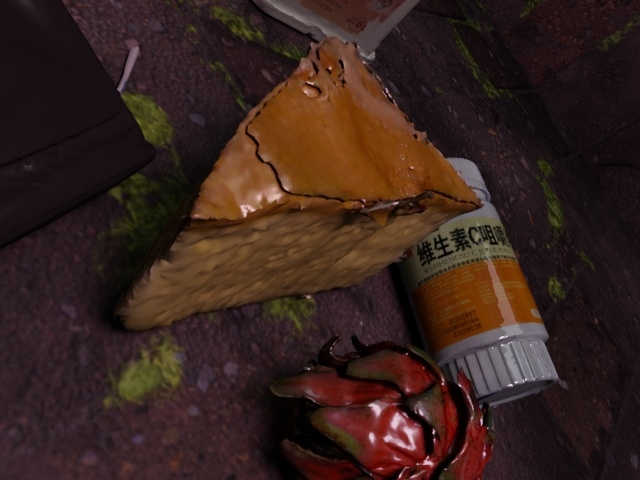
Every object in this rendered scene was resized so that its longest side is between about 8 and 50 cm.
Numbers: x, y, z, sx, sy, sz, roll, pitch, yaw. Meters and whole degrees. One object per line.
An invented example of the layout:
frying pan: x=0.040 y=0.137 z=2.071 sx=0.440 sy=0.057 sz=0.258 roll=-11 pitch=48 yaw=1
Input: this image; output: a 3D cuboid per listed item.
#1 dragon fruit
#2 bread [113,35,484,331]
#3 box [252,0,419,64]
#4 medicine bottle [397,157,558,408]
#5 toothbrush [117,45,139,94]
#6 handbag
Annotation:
dragon fruit: x=0.059 y=0.177 z=0.557 sx=0.188 sy=0.182 sz=0.182 roll=23 pitch=28 yaw=22
bread: x=0.000 y=0.000 z=0.570 sx=0.279 sy=0.248 sz=0.315 roll=39 pitch=42 yaw=-19
box: x=0.031 y=-0.456 z=1.018 sx=0.311 sy=0.182 sz=0.175 roll=10 pitch=55 yaw=-44
medicine bottle: x=0.194 y=0.060 z=0.816 sx=0.158 sy=0.158 sz=0.318 roll=12 pitch=54 yaw=-44
toothbrush: x=-0.217 y=-0.161 z=0.638 sx=0.017 sy=0.014 sz=0.162 roll=20 pitch=47 yaw=-20
handbag: x=-0.267 y=-0.109 z=0.457 sx=0.223 sy=0.080 sz=0.247 roll=60 pitch=34 yaw=-13
